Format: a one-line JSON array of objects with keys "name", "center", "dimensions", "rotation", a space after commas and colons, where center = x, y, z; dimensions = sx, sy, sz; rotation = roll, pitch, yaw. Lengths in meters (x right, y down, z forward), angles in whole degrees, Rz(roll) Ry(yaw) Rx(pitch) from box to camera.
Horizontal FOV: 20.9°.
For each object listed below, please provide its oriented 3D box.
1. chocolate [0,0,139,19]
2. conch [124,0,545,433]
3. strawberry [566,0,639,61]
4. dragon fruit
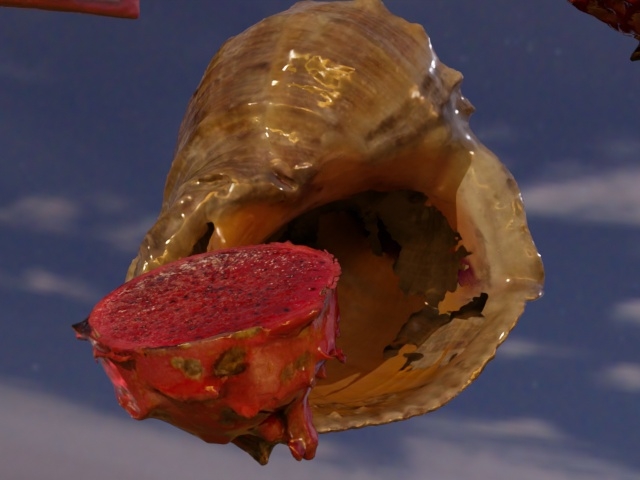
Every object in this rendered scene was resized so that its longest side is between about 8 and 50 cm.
[{"name": "chocolate", "center": [-0.314, -0.279, 1.589], "dimensions": [0.235, 0.108, 0.237], "rotation": [22, 13, 33]}, {"name": "conch", "center": [-0.001, 0.005, 1.251], "dimensions": [0.297, 0.352, 0.210], "rotation": [40, -16, 8]}, {"name": "strawberry", "center": [0.234, -0.249, 0.946], "dimensions": [0.292, 0.291, 0.310], "rotation": [6, -40, 7]}, {"name": "dragon fruit", "center": [-0.054, 0.076, 0.967], "dimensions": [0.153, 0.111, 0.153], "rotation": [-11, 16, 3]}]
